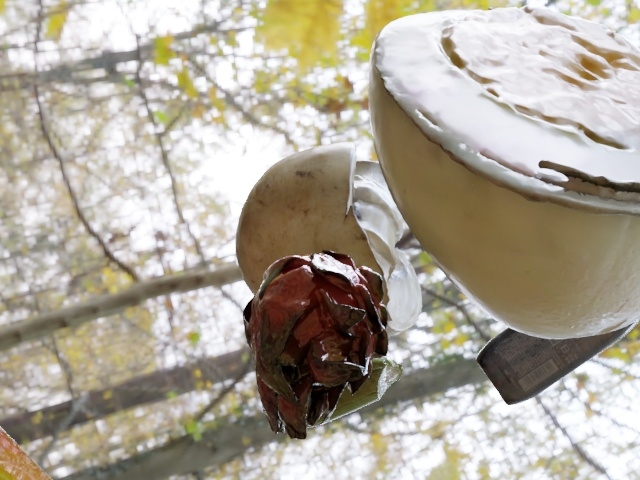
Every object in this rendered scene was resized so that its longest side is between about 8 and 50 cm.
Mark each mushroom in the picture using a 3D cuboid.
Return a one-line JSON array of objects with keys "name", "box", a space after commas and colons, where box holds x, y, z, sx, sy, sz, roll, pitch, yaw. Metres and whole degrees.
[{"name": "mushroom", "box": [0.000, 0.000, 1.269, 0.195, 0.189, 0.253, -83, 158, -45]}]

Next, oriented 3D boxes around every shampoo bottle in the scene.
[{"name": "shampoo bottle", "box": [0.300, 0.105, 1.323, 0.087, 0.234, 0.049, 56, 4, 13]}]

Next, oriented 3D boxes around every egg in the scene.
[{"name": "egg", "box": [0.147, -0.047, 0.796, 0.286, 0.264, 0.174, 57, -39, 42]}]

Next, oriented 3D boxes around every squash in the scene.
[{"name": "squash", "box": [0.035, 0.234, 1.713, 0.239, 0.069, 0.069, -32, -106, 37]}]

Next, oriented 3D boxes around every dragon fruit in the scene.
[{"name": "dragon fruit", "box": [-0.003, 0.075, 0.878, 0.121, 0.142, 0.130, -12, -70, 18]}]

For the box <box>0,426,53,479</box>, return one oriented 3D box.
[{"name": "box", "box": [-0.260, 0.195, 0.561, 0.043, 0.269, 0.152, 10, -38, 51]}]
